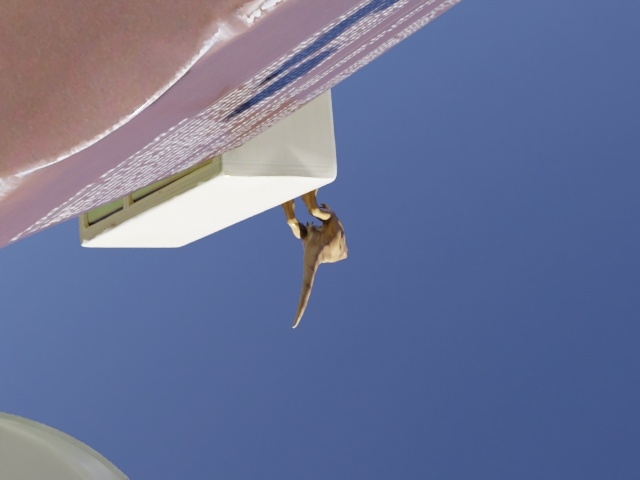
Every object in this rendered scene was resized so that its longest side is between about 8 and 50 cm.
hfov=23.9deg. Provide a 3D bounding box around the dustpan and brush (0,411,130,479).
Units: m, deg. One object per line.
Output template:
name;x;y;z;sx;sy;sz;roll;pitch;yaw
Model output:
dustpan and brush;-0.115;0.183;0.822;0.060;0.211;0.147;53;49;-80

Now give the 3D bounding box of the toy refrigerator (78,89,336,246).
toy refrigerator;-0.095;-0.066;1.083;0.269;0.094;0.102;-19;-107;61

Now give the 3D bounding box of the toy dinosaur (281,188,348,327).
toy dinosaur;0.000;0.000;1.485;0.064;0.112;0.211;-25;-176;17

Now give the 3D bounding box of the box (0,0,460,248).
box;-0.042;-0.111;0.511;0.191;0.143;0.381;-32;-177;15
